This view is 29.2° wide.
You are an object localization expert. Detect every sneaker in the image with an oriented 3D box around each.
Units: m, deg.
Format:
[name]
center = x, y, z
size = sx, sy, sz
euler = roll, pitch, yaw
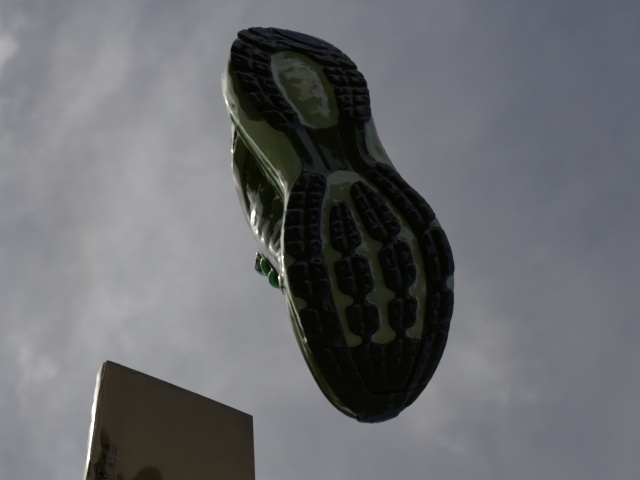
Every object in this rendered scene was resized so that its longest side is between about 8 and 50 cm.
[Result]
[sneaker]
center = 0.000, 0.000, 1.120
size = 0.182, 0.158, 0.410
euler = 112, -30, -49

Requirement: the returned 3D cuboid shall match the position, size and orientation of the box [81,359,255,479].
[box]
center = -0.135, 0.201, 1.129
size = 0.164, 0.201, 0.021
euler = 24, -65, -17
